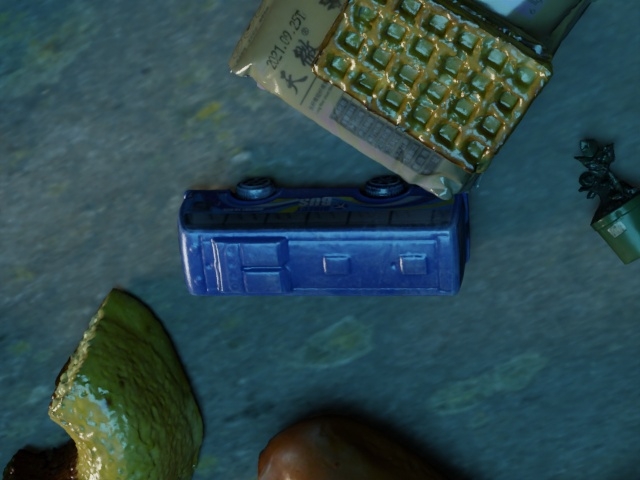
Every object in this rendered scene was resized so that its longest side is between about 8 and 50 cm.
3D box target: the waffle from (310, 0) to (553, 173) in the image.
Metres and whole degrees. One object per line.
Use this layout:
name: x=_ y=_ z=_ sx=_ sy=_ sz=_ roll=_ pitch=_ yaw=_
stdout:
waffle: x=0.077 y=-0.124 z=0.991 sx=0.148 sy=0.042 sz=0.102 roll=33 pitch=121 yaw=2

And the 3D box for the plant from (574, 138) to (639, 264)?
plant: x=0.228 y=-0.033 z=1.129 sx=0.051 sy=0.051 sz=0.102 roll=-32 pitch=89 yaw=19

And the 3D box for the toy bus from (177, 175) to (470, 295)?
toy bus: x=-0.001 y=-0.002 z=1.153 sx=0.236 sy=0.094 sz=0.079 roll=-1 pitch=110 yaw=10

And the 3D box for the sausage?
sausage: x=0.063 y=0.244 z=1.218 sx=0.258 sy=0.133 sz=0.133 roll=36 pitch=112 yaw=-4

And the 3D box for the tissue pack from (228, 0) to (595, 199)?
tissue pack: x=0.083 y=-0.180 z=1.058 sx=0.215 sy=0.123 sz=0.256 roll=33 pitch=111 yaw=1

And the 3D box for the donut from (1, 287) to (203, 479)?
donut: x=-0.200 y=0.209 z=1.257 sx=0.151 sy=0.112 sz=0.295 roll=33 pitch=113 yaw=-1
